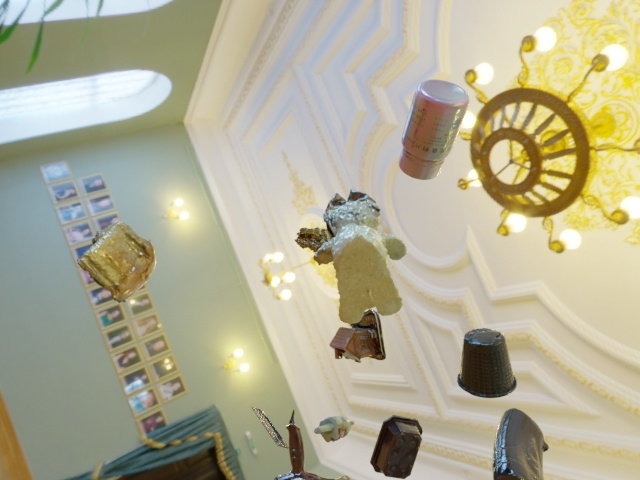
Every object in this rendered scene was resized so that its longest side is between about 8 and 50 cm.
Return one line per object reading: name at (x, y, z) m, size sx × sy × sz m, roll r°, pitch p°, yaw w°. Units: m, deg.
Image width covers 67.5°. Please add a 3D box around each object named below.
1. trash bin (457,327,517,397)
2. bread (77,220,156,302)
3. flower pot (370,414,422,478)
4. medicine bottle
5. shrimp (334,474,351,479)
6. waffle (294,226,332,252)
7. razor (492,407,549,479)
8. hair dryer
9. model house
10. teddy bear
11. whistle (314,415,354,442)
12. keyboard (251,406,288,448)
trash bin at (0.494, 0.356, 1.441) m, size 0.175 × 0.175 × 0.161 m, roll 12°, pitch -66°, yaw 58°
bread at (-0.504, 0.034, 1.241) m, size 0.174 × 0.133 × 0.251 m, roll 49°, pitch 1°, yaw -19°
flower pot at (0.313, 0.831, 1.893) m, size 0.084 × 0.178 × 0.251 m, roll -141°, pitch -113°, yaw -75°
medicine bottle at (0.312, -0.308, 1.355) m, size 0.152 × 0.152 × 0.255 m, roll 49°, pitch -34°, yaw 34°
shrimp at (-0.006, 0.624, 1.096) m, size 0.051 × 0.217 × 0.115 m, roll 29°, pitch -47°, yaw 39°
waffle at (0.000, 0.000, 1.883) m, size 0.193 × 0.197 × 0.070 m, roll 17°, pitch -73°, yaw 15°
razor at (0.659, 0.726, 1.578) m, size 0.204 × 0.349 × 0.113 m, roll 49°, pitch -58°, yaw -1°
hair dryer at (-0.038, 0.789, 1.754) m, size 0.123 × 0.312 × 0.341 m, roll 78°, pitch 5°, yaw -79°
model house at (0.130, 0.395, 1.975) m, size 0.294 × 0.153 × 0.207 m, roll 157°, pitch -76°, yaw -71°
teddy bear at (0.136, 0.039, 1.699) m, size 0.362 × 0.327 × 0.376 m, roll -93°, pitch 170°, yaw -72°
whistle at (0.056, 0.783, 2.000) m, size 0.106 × 0.253 × 0.102 m, roll 39°, pitch -82°, yaw 35°
keyboard at (-0.181, 0.659, 1.692) m, size 0.198 × 0.010 × 0.063 m, roll 37°, pitch -1°, yaw 46°
